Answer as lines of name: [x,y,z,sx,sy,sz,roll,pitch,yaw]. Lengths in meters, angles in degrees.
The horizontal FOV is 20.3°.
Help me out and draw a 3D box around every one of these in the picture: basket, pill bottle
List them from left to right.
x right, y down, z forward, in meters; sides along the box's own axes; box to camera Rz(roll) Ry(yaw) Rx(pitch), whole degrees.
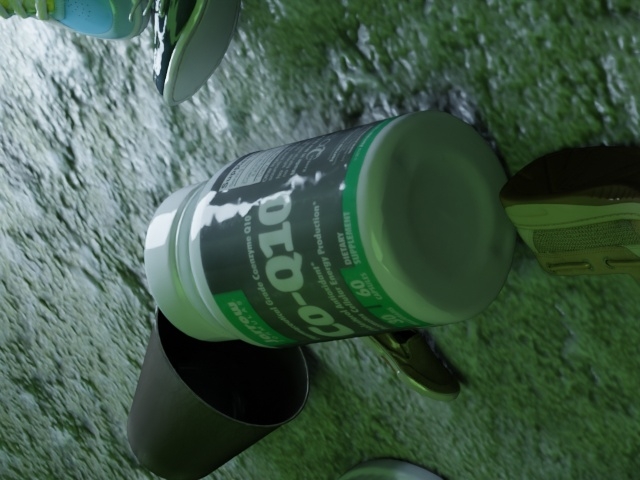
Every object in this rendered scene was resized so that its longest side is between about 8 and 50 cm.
basket: [-0.137,0.178,2.081,0.204,0.154,0.227,46,143,8]
pill bottle: [0.000,0.000,1.775,0.361,0.204,0.204,-12,110,47]

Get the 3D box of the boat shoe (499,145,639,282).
boat shoe: [0.308,-0.019,1.552,0.341,0.121,0.110,4,126,53]

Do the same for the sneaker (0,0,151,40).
sneaker: [-0.352,-0.264,1.904,0.319,0.208,0.127,25,132,27]

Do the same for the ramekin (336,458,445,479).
ramekin: [0.087,0.394,2.045,0.273,0.127,0.273,24,132,29]

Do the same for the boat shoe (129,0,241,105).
boat shoe: [-0.133,-0.250,1.797,0.079,0.095,0.254,34,135,17]

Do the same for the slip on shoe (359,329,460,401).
slip on shoe: [0.096,0.116,1.895,0.135,0.051,0.041,42,128,20]
